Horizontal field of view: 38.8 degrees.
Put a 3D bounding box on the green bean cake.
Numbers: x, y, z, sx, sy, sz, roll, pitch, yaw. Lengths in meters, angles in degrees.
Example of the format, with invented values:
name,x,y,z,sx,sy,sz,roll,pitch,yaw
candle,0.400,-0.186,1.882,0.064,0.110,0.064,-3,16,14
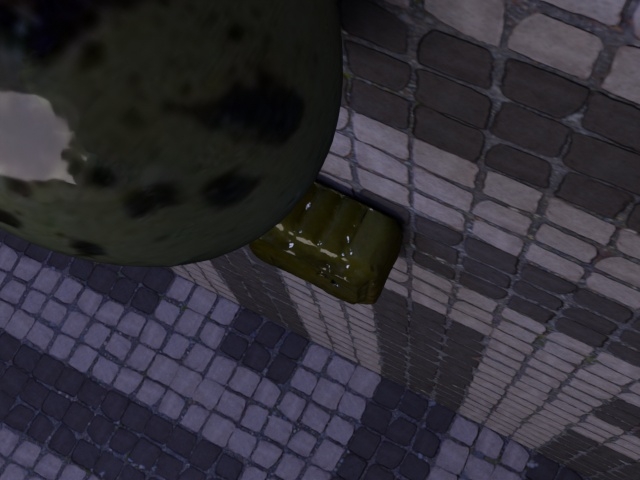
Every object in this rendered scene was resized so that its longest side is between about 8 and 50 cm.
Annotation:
name,x,y,z,sx,sy,sz,roll,pitch,yaw
green bean cake,0.000,0.000,1.416,0.236,0.124,0.233,26,166,8

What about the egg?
name,x,y,z,sx,sy,sz,roll,pitch,yaw
egg,-0.152,-0.153,0.717,0.345,0.344,0.428,18,169,35
